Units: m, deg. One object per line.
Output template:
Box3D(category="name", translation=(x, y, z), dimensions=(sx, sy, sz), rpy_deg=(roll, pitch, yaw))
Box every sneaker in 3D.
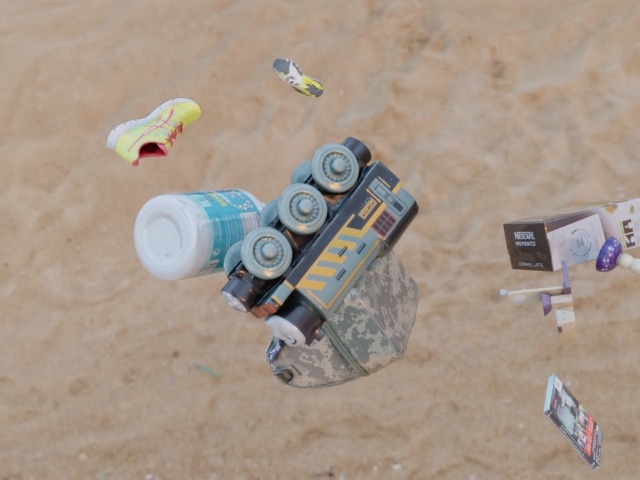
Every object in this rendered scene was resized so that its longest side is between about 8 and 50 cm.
Box3D(category="sneaker", translation=(-0.037, -0.228, 1.476), dimensions=(0.031, 0.083, 0.035), rpy_deg=(-60, 20, -14))
Box3D(category="sneaker", translation=(-0.319, -0.210, 2.076), dimensions=(0.208, 0.081, 0.094), rpy_deg=(-32, 67, -24))

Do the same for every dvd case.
Box3D(category="dvd case", translation=(0.366, 0.261, 1.497), dimensions=(0.013, 0.119, 0.087), rpy_deg=(-33, 14, 30))

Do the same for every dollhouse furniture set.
Box3D(category="dollhouse furniture set", translation=(0.259, 0.096, 1.222), dimensions=(0.081, 0.114, 0.091), rpy_deg=(-8, 49, 13))

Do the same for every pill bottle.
Box3D(category="pill bottle", translation=(-0.188, -0.015, 1.803), dimensions=(0.146, 0.146, 0.264), rpy_deg=(2, 7, 33))

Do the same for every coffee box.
Box3D(category="coffee box", translation=(0.509, -0.013, 2.056), dimensions=(0.246, 0.098, 0.141), rpy_deg=(-14, 5, -25))

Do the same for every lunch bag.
Box3D(category="lunch bag", translation=(0.032, 0.146, 2.065), dimensions=(0.256, 0.212, 0.305), rpy_deg=(-30, 20, 24))

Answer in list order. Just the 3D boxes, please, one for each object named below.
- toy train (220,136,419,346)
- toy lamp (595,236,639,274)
Box3D(category="toy train", translation=(0.000, 0.000, 1.557), dimensions=(0.334, 0.190, 0.142), rpy_deg=(-52, 8, -23))
Box3D(category="toy lamp", translation=(0.637, 0.071, 1.865), dimensions=(0.274, 0.080, 0.080), rpy_deg=(24, 39, 30))
